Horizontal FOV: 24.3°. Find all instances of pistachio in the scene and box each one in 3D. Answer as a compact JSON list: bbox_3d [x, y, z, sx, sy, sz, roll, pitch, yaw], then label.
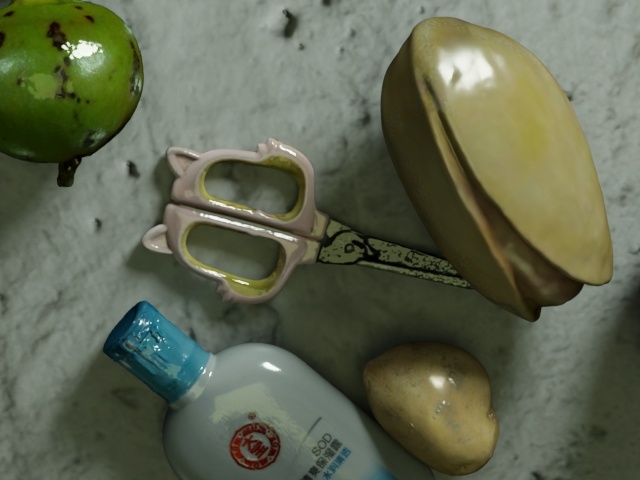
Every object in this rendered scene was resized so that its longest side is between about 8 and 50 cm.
[{"bbox_3d":[0.150,-0.064,1.284,0.162,0.181,0.293,-20,114,17],"label":"pistachio"}]

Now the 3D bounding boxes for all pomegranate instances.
[{"bbox_3d":[-0.230,-0.165,1.250,0.156,0.156,0.220,-7,75,-4],"label":"pomegranate"}]

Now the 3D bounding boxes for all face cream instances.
[{"bbox_3d":[-0.056,0.181,1.383,0.336,0.080,0.163,42,97,-15],"label":"face cream"}]

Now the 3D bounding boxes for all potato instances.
[{"bbox_3d":[0.108,0.152,1.382,0.112,0.112,0.147,-40,108,6],"label":"potato"}]

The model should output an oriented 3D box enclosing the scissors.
[{"bbox_3d":[0.000,0.000,1.368,0.317,0.024,0.160,15,102,-10],"label":"scissors"}]
